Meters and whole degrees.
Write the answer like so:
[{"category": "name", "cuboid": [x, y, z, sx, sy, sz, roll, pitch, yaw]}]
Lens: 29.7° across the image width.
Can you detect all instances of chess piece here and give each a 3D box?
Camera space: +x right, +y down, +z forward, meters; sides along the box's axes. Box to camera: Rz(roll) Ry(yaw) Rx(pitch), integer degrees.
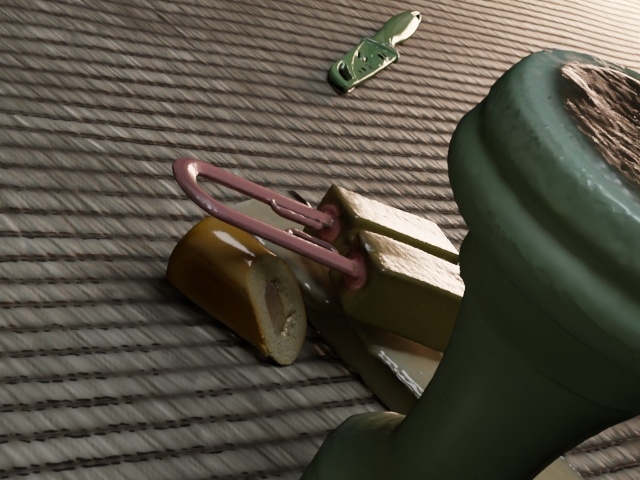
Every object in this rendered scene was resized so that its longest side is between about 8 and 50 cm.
[{"category": "chess piece", "cuboid": [0.094, 0.075, 0.598, 0.194, 0.299, 0.194, 24, 31, -15]}]

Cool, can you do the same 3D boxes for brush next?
[{"category": "brush", "cuboid": [0.000, 0.000, 0.782, 0.233, 0.047, 0.103, 21, 26, -35]}]

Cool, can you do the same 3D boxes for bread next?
[{"category": "bread", "cuboid": [-0.045, 0.028, 0.770, 0.103, 0.062, 0.049, 36, 41, 3]}]

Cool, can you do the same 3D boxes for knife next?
[{"category": "knife", "cuboid": [0.066, -0.202, 1.263, 0.043, 0.020, 0.293, 38, 30, 4]}]

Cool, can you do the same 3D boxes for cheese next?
[{"category": "cheese", "cuboid": [0.081, 0.106, 0.813, 0.400, 0.034, 0.085, 43, 34, 18]}]
